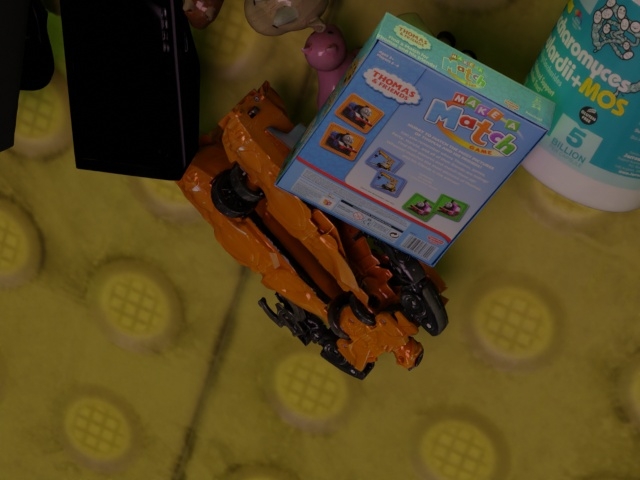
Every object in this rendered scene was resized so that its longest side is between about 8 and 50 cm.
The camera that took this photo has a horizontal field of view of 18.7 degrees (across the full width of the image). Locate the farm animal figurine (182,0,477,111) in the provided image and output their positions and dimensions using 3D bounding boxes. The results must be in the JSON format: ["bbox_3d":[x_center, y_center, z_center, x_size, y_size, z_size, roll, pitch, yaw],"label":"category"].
[{"bbox_3d":[0.032,-0.223,1.650,0.330,0.172,0.327,34,120,2],"label":"farm animal figurine"}]

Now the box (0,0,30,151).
[{"bbox_3d":[-0.445,-0.258,1.760,0.343,0.179,0.313,24,118,24],"label":"box"}]

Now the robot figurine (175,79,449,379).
[{"bbox_3d":[0.000,0.000,1.797,0.291,0.085,0.211,47,144,-6],"label":"robot figurine"}]

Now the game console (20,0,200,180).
[{"bbox_3d":[-0.269,-0.174,1.819,0.361,0.044,0.213,7,112,30],"label":"game console"}]

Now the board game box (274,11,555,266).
[{"bbox_3d":[0.076,-0.079,1.627,0.160,0.039,0.211,27,140,-9],"label":"board game box"}]

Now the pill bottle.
[{"bbox_3d":[0.268,-0.164,1.608,0.146,0.146,0.264,30,120,5],"label":"pill bottle"}]
